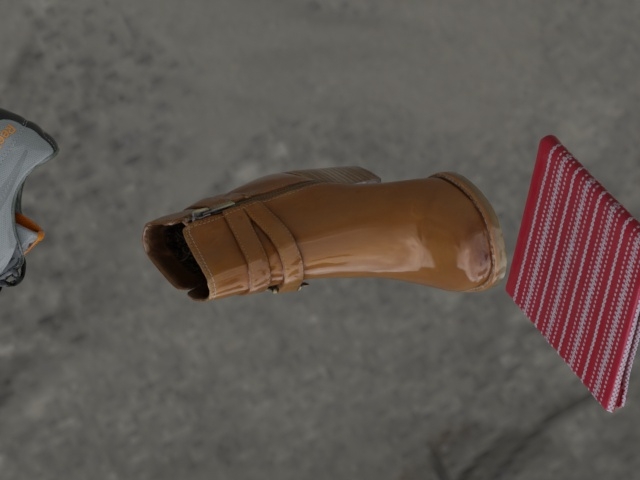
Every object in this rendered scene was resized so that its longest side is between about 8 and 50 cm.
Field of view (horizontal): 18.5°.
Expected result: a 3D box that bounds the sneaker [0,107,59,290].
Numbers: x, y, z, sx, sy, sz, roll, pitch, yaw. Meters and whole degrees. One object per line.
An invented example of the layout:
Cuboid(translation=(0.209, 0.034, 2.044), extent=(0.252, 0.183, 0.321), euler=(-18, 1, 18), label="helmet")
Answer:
Cuboid(translation=(-0.273, 0.026, 1.474), extent=(0.108, 0.100, 0.271), euler=(17, 103, -9), label="sneaker")

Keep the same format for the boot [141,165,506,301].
Cuboid(translation=(0.000, 0.000, 1.644), extent=(0.220, 0.283, 0.109), euler=(-15, 115, -32), label="boot")

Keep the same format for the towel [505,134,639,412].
Cuboid(translation=(0.275, 0.029, 2.059), extent=(0.031, 0.275, 0.199), euler=(0, 117, -20), label="towel")
